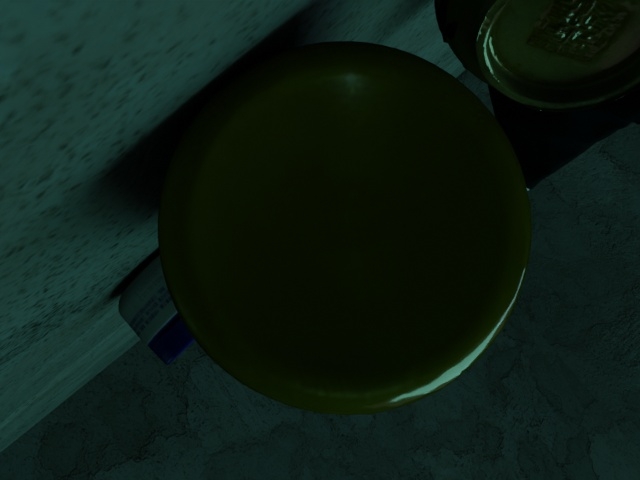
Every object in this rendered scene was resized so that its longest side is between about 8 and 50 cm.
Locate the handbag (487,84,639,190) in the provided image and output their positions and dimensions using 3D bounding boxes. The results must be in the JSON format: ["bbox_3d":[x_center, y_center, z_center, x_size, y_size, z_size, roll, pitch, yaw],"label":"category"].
[{"bbox_3d":[0.212,-0.191,0.622,0.088,0.254,0.211,-2,167,-20],"label":"handbag"}]

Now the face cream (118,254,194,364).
[{"bbox_3d":[-0.156,0.052,0.899,0.206,0.111,0.206,-41,-178,1],"label":"face cream"}]

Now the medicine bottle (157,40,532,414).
[{"bbox_3d":[0.000,0.000,0.576,0.224,0.224,0.384,-41,-178,-5],"label":"medicine bottle"}]

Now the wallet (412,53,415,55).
[{"bbox_3d":[0.082,-0.207,1.045,0.095,0.033,0.190,-43,-177,-29],"label":"wallet"}]

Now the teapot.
[{"bbox_3d":[0.171,-0.202,0.465,0.269,0.173,0.183,111,-10,-56],"label":"teapot"}]
